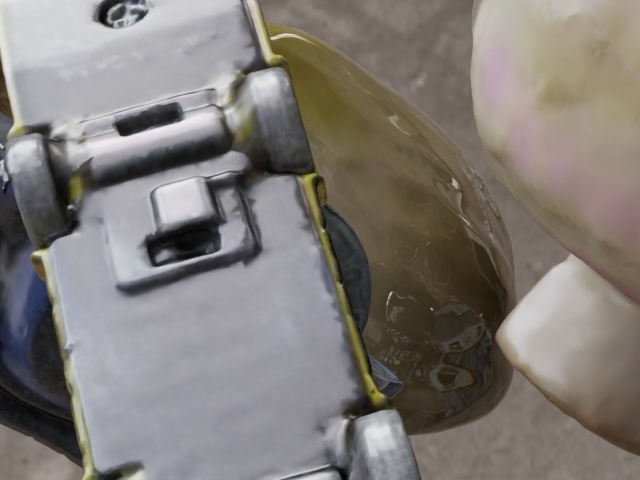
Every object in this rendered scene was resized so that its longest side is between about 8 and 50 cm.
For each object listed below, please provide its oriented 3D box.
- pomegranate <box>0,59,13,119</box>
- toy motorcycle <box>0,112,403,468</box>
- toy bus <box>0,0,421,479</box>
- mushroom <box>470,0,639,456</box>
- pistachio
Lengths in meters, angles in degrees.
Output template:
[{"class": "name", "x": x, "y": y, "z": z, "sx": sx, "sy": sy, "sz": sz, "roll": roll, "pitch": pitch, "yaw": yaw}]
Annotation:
[{"class": "pomegranate", "x": -0.220, "y": -0.152, "z": 1.381, "sx": 0.322, "sy": 0.322, "sz": 0.322, "roll": -3, "pitch": 52, "yaw": 4}, {"class": "toy motorcycle", "x": -0.133, "y": 0.026, "z": 0.775, "sx": 0.358, "sy": 0.125, "sz": 0.213, "roll": 31, "pitch": 91, "yaw": -17}, {"class": "toy bus", "x": -0.028, "y": 0.028, "z": 0.470, "sx": 0.081, "sy": 0.074, "sz": 0.226, "roll": -16, "pitch": 54, "yaw": -5}, {"class": "mushroom", "x": 0.142, "y": -0.021, "z": 0.632, "sx": 0.162, "sy": 0.236, "sz": 0.173, "roll": 17, "pitch": 24, "yaw": -27}, {"class": "pistachio", "x": 0.000, "y": 0.000, "z": 1.172, "sx": 0.288, "sy": 0.166, "sz": 0.197, "roll": 43, "pitch": 63, "yaw": 11}]
